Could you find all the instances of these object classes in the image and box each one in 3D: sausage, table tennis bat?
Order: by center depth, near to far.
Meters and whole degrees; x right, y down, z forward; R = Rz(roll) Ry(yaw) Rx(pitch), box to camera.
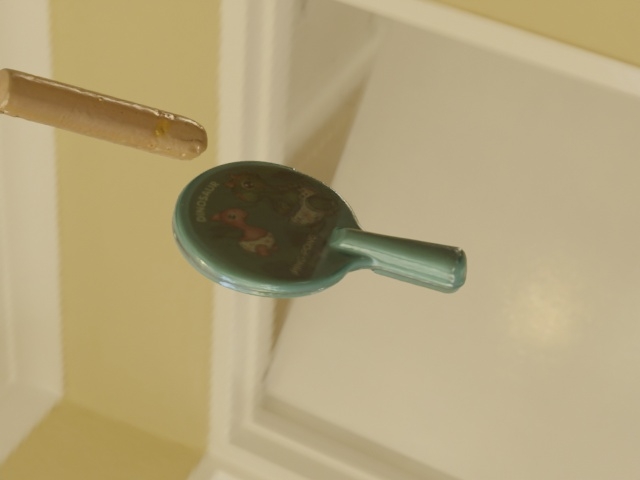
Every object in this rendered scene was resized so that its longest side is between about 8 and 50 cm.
[{"bbox_3d":[0.000,0.000,0.909,0.124,0.201,0.033,-75,-2,-47],"label":"table tennis bat"},{"bbox_3d":[-0.277,-0.158,1.733,0.301,0.066,0.066,15,-83,-37],"label":"sausage"}]
